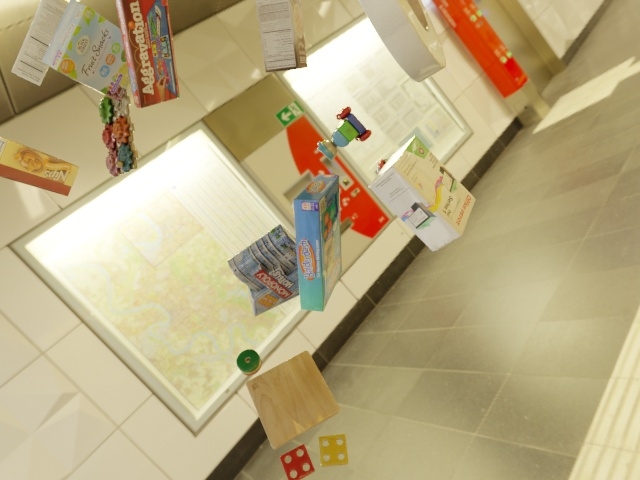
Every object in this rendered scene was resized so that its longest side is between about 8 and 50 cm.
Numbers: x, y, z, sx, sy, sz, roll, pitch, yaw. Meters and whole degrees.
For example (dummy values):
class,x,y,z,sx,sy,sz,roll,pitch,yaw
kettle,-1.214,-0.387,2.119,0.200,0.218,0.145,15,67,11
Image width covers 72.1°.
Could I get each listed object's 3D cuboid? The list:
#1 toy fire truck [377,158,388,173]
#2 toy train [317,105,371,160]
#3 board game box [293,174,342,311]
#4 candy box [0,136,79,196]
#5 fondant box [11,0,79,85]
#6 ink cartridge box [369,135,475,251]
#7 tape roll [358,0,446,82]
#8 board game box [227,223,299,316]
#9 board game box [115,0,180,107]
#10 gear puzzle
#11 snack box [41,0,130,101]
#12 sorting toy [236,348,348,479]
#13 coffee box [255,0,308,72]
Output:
class,x,y,z,sx,sy,sz,roll,pitch,yaw
toy fire truck,0.321,-0.248,1.783,0.047,0.192,0.135,124,155,-63
toy train,0.054,-0.311,1.311,0.143,0.105,0.248,-43,13,7
board game box,0.000,0.000,0.814,0.047,0.210,0.160,3,23,14
candy box,-0.781,-0.208,1.074,0.183,0.317,0.087,24,-95,-67
fondant box,-0.941,-0.742,1.527,0.330,0.096,0.238,-42,43,27
ink cartridge box,0.306,-0.138,1.294,0.117,0.278,0.201,-37,12,47
tape roll,0.170,-0.551,1.007,0.072,0.392,0.392,-26,14,30
board game box,-0.108,0.082,0.995,0.194,0.194,0.060,-36,48,8
board game box,-0.440,-0.499,1.133,0.145,0.027,0.281,-42,-37,-48
gear puzzle,-0.621,-0.366,1.311,0.176,0.338,0.044,-5,3,42
snack box,-0.585,-0.489,1.156,0.174,0.070,0.207,-61,-21,6
sorting toy,-0.046,0.301,0.807,0.132,0.274,0.046,-26,-38,-12
coffee box,-0.107,-0.596,1.205,0.098,0.246,0.141,-2,23,12
